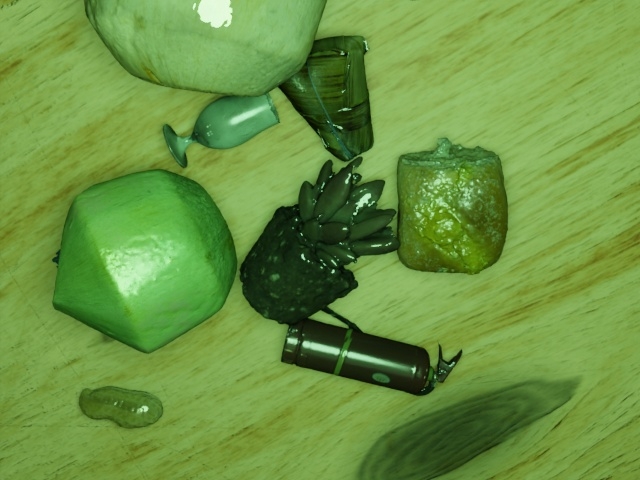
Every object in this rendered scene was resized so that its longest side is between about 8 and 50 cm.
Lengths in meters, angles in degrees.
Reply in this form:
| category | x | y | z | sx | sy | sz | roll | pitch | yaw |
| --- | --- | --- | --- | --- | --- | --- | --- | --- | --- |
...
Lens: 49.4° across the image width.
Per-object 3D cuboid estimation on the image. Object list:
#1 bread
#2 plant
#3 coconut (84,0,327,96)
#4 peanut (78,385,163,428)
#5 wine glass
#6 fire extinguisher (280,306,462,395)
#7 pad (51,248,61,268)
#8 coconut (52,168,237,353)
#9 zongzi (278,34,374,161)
| category | x | y | z | sx | sy | sz | roll | pitch | yaw |
| --- | --- | --- | --- | --- | --- | --- | --- | --- | --- |
| bread | 0.233 | -0.061 | 1.258 | 0.195 | 0.176 | 0.247 | -3 | 105 | 1 |
| plant | 0.000 | 0.000 | 1.271 | 0.320 | 0.194 | 0.181 | -42 | 135 | 19 |
| coconut | -0.169 | -0.437 | 1.084 | 0.415 | 0.345 | 0.416 | 0 | 102 | 1 |
| peanut | -0.409 | 0.342 | 1.421 | 0.174 | 0.080 | 0.080 | 10 | 104 | 2 |
| wine glass | -0.177 | -0.211 | 1.270 | 0.202 | 0.093 | 0.093 | -24 | 102 | 8 |
| fire extinguisher | 0.101 | 0.218 | 1.365 | 0.341 | 0.105 | 0.142 | 13 | 105 | 0 |
| pad | -0.351 | 0.046 | 1.377 | 0.269 | 0.012 | 0.269 | -43 | 99 | 10 |
| coconut | -0.317 | 0.041 | 1.228 | 0.328 | 0.281 | 0.329 | -19 | 128 | -26 |
| zongzi | -0.026 | -0.252 | 1.266 | 0.242 | 0.112 | 0.221 | 2 | 119 | 22 |
